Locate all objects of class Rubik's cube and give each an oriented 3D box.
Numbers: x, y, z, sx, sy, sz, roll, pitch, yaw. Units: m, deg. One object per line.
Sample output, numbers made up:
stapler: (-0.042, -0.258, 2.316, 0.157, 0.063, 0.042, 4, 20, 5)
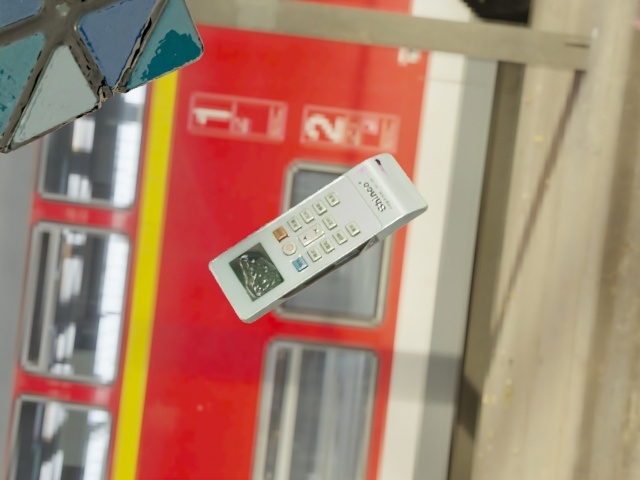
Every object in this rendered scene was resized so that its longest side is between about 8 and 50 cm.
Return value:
Rubik's cube: (-0.220, -0.191, 0.872, 0.250, 0.234, 0.284, -4, -58, -61)

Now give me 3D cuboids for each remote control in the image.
remote control: (0.000, 0.000, 1.041, 0.065, 0.166, 0.029, 56, 178, 29)
